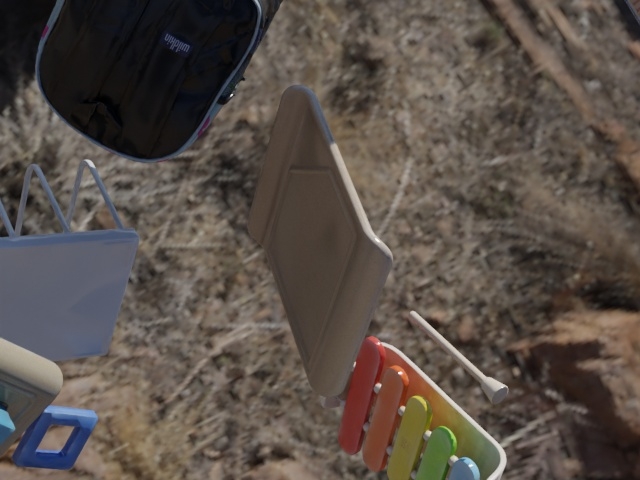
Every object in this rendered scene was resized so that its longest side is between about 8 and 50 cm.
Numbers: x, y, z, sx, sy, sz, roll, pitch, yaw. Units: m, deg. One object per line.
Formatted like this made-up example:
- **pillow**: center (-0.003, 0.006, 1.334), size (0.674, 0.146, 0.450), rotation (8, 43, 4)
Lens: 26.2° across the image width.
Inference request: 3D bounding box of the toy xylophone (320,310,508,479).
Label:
- **toy xylophone**: center (0.133, 0.238, 1.829), size (0.081, 0.236, 0.322), rotation (-18, 38, -36)

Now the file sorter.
- **file sorter**: center (-0.385, 0.023, 1.587), size (0.277, 0.193, 0.173), rotation (-5, 44, -31)

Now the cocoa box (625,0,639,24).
- **cocoa box**: center (0.304, -0.202, 0.563), size (0.231, 0.347, 0.228), rotation (-23, 79, -39)

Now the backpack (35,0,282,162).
- **backpack**: center (-0.185, -0.224, 1.522), size (0.225, 0.253, 0.191), rotation (30, 21, -2)

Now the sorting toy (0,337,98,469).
- **sorting toy**: center (-0.326, 0.160, 1.127), size (0.347, 0.196, 0.047), rotation (35, 7, -48)

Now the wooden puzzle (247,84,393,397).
- **wooden puzzle**: center (0.000, 0.000, 1.359), size (0.044, 0.221, 0.239), rotation (-6, 48, -24)
